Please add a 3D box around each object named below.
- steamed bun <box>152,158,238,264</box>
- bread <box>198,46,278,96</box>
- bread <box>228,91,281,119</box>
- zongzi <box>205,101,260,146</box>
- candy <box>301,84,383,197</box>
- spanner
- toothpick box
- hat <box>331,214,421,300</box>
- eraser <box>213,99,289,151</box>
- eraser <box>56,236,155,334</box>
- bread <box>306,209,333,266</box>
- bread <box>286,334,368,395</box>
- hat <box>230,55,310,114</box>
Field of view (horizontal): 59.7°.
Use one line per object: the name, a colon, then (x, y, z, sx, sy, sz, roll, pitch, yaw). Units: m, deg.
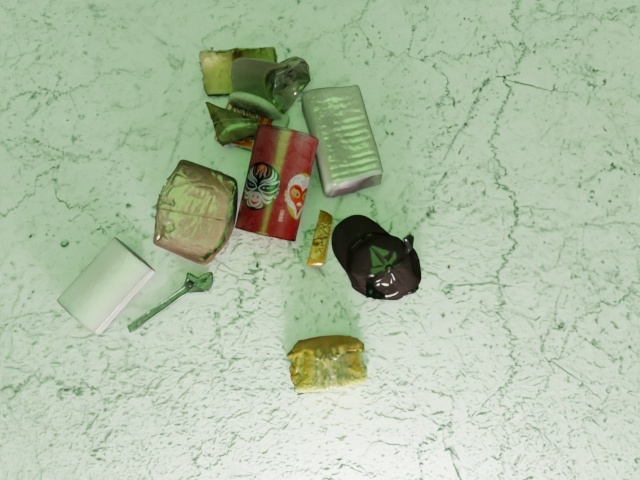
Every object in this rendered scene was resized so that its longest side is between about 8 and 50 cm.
steamed bun: (-0.401, -0.088, 1.800, 0.252, 0.199, 0.301, 19, 87, -13)
bread: (-0.280, -0.597, 1.947, 0.266, 0.142, 0.178, -3, 119, -2)
bread: (-0.229, -0.457, 1.875, 0.193, 0.112, 0.036, 18, 80, 6)
zongzi: (-0.292, -0.419, 1.892, 0.160, 0.078, 0.176, -17, 69, -8)
candy: (0.071, -0.338, 1.867, 0.208, 0.145, 0.358, -13, 79, -2)
spanner: (-0.488, 0.199, 1.817, 0.325, 0.026, 0.093, -36, 80, -5)
toothpick box: (-0.138, -0.181, 1.767, 0.204, 0.204, 0.333, 14, 93, 4)
hat: (0.173, 0.045, 1.750, 0.238, 0.209, 0.336, -41, 79, -5)
eraser: (-0.237, -0.389, 1.936, 0.230, 0.038, 0.157, 17, 78, 5)
eraser: (-0.687, 0.145, 1.795, 0.174, 0.095, 0.270, 38, 80, 9)
bread: (0.000, 0.000, 1.814, 0.065, 0.103, 0.187, 10, 76, 3)
bread: (0.020, 0.380, 1.713, 0.252, 0.133, 0.174, -6, 79, -1)
hat: (-0.168, -0.564, 1.897, 0.245, 0.214, 0.149, 27, 54, 5)
